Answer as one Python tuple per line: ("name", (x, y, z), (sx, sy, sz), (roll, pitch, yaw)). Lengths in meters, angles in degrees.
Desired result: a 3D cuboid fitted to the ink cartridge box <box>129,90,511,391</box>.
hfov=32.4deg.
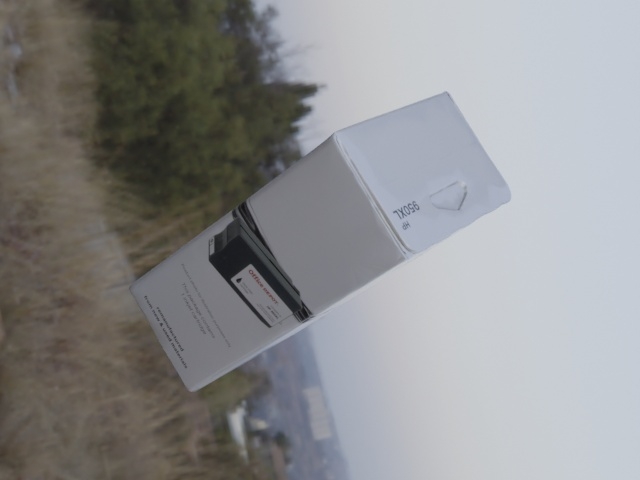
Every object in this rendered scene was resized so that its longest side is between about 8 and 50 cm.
("ink cartridge box", (0.000, 0.000, 1.374), (0.285, 0.395, 0.166), (-28, 86, -53))
